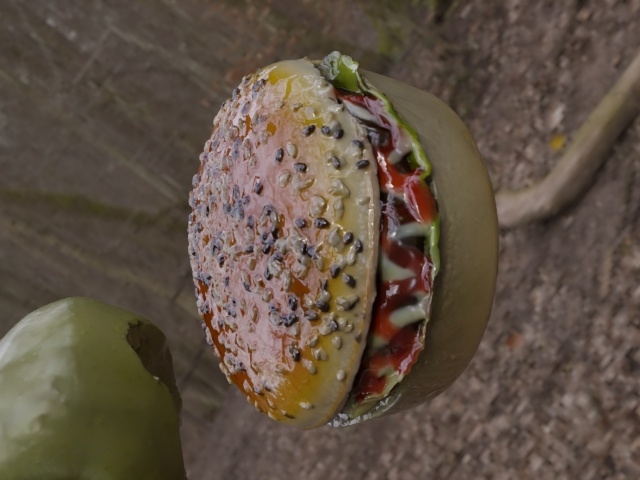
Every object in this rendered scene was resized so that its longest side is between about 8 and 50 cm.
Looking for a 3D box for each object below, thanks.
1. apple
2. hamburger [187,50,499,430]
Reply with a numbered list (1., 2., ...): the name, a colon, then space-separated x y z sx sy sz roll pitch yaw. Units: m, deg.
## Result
1. apple: -0.247 0.200 1.370 0.279 0.279 0.279 -53 1 1
2. hamburger: 0.000 0.000 1.026 0.176 0.300 0.300 -1 -32 -29
